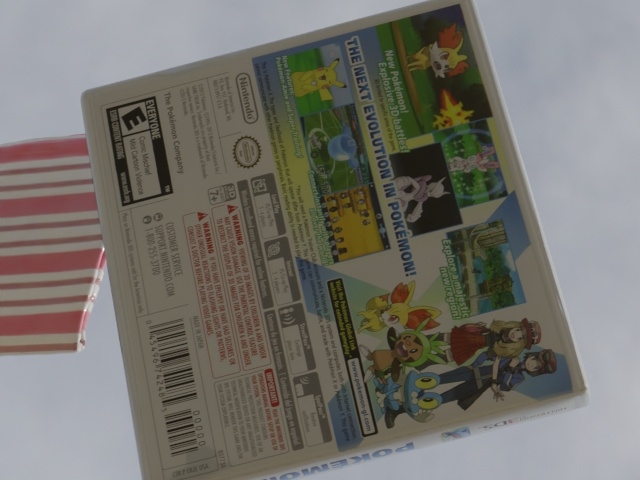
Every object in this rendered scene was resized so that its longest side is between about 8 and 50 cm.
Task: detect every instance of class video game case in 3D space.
[{"bbox_3d":[0.000,0.000,1.278,0.300,0.036,0.329,-14,-118,3],"label":"video game case"}]

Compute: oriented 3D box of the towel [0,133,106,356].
[{"bbox_3d":[-0.215,0.005,1.377,0.144,0.029,0.197,-3,-125,25],"label":"towel"}]
